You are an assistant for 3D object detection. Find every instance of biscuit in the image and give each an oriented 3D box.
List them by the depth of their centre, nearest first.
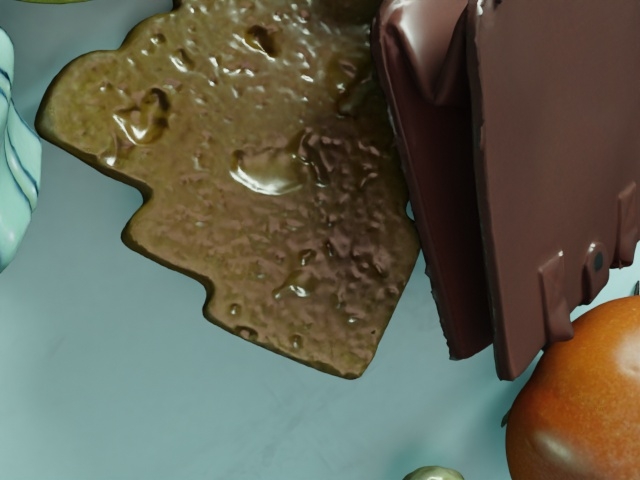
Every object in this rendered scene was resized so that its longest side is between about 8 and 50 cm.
[{"bbox_3d":[-0.033,-0.045,0.502,0.278,0.043,0.301,-16,94,-14],"label":"biscuit"}]

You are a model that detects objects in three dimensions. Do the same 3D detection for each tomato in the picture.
[{"bbox_3d":[0.293,0.176,0.652,0.256,0.224,0.255,-10,112,-26],"label":"tomato"}]

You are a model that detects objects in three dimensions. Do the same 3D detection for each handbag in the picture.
[{"bbox_3d":[0.163,-0.075,0.534,0.260,0.084,0.275,-34,121,-36],"label":"handbag"}]

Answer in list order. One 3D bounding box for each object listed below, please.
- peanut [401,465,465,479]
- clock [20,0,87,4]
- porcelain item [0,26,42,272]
[{"bbox_3d":[0.104,0.308,0.704,0.099,0.090,0.214,-4,113,-5],"label":"peanut"},{"bbox_3d":[-0.164,-0.247,0.401,0.237,0.057,0.237,-6,101,-31],"label":"clock"},{"bbox_3d":[-0.310,-0.035,0.354,0.281,0.157,0.286,-40,125,15],"label":"porcelain item"}]
